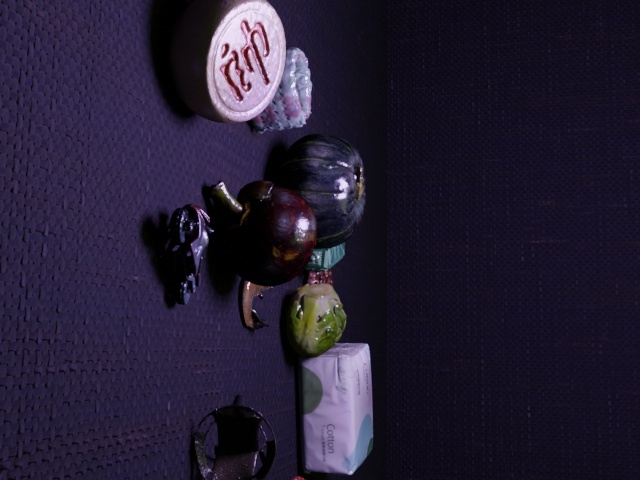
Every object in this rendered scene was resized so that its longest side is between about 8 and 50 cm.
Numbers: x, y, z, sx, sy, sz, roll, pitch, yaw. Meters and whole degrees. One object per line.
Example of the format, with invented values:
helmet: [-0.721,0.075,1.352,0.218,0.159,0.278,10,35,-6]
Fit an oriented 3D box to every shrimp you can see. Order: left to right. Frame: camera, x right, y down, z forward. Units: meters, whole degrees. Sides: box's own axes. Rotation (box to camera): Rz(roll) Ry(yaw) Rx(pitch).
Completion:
shrimp: [-0.146,0.145,2.057,0.219,0.046,0.152,-27,114,-69]

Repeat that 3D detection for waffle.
waffle: [-0.004,0.177,2.588,0.234,0.056,0.221,-3,94,-71]

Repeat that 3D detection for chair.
chair: [-0.176,0.456,1.700,0.149,0.174,0.213,-79,172,-51]

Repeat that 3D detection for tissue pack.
tissue pack: [0.050,0.505,2.485,0.266,0.194,0.356,-9,97,-74]

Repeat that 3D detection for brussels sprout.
brussels sprout: [-0.022,0.229,2.330,0.223,0.161,0.223,-13,107,-52]

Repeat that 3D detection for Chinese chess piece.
Chinese chess piece: [-0.186,-0.374,1.659,0.270,0.112,0.270,-35,136,-44]

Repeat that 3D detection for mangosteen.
mangosteen: [-0.145,-0.028,1.838,0.289,0.231,0.231,30,49,-24]

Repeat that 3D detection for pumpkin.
pumpkin: [-0.002,-0.133,2.245,0.323,0.241,0.323,5,90,-76]

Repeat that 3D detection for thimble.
thimble: [-0.110,-0.376,2.046,0.185,0.149,0.210,-48,136,-72]

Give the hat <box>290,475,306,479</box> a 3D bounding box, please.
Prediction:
hat: [-0.113,0.697,2.015,0.286,0.107,0.236,-45,138,-37]

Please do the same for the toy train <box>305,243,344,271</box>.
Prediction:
toy train: [0.000,0.000,2.513,0.269,0.115,0.154,-34,131,-73]

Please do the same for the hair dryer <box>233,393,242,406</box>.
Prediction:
hair dryer: [-0.194,0.414,1.915,0.079,0.031,0.083,-86,-179,-54]

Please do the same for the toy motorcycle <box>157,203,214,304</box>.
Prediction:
toy motorcycle: [-0.261,0.018,1.583,0.122,0.082,0.213,-62,160,-54]
